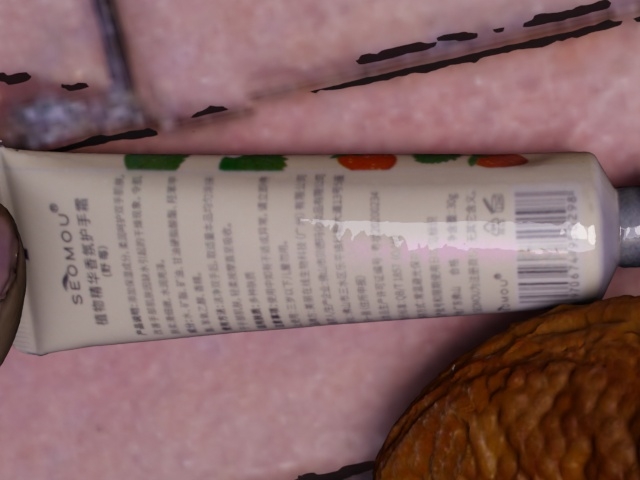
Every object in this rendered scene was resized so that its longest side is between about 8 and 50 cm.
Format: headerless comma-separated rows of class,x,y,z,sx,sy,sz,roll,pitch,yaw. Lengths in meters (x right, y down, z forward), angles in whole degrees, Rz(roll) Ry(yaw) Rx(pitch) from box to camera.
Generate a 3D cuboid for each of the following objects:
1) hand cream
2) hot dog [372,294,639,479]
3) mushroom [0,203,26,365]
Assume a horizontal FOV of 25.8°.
hand cream,0.000,0.000,0.555,0.276,0.059,0.095,-2,112,8
hot dog,0.120,0.102,0.520,0.226,0.099,0.160,-8,124,44
mushroom,-0.209,0.024,0.541,0.188,0.141,0.117,14,142,-3
